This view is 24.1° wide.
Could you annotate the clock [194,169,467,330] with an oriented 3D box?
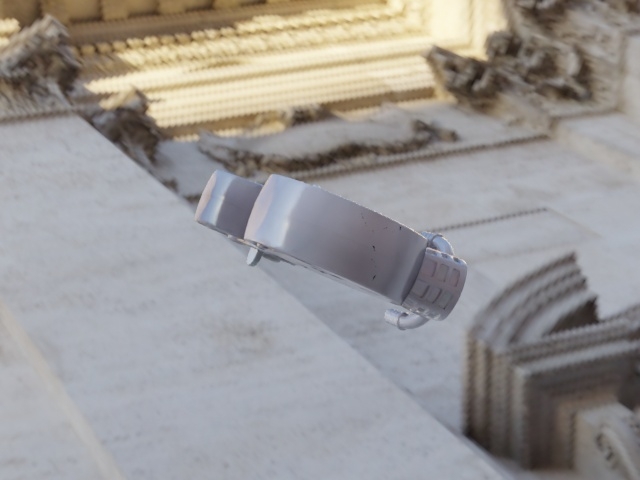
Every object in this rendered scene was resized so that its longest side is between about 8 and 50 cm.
[{"bbox_3d":[0.000,0.000,0.588,0.087,0.129,0.041,24,-94,-28],"label":"clock"}]
